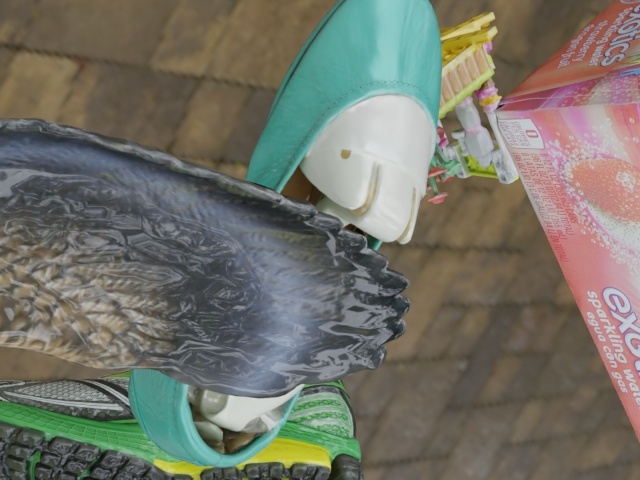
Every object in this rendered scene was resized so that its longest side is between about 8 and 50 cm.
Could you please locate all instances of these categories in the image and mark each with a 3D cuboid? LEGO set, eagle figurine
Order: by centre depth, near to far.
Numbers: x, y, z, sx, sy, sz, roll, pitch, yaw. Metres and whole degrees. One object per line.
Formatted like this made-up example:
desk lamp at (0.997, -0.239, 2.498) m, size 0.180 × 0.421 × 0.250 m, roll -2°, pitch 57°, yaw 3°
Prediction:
eagle figurine at (-0.147, 0.010, 0.628) m, size 0.298 × 0.226 × 0.225 m, roll -25°, pitch 167°, yaw -40°
LEGO set at (0.064, -0.062, 1.090) m, size 0.132 × 0.287 × 0.107 m, roll -22°, pitch 105°, yaw 3°

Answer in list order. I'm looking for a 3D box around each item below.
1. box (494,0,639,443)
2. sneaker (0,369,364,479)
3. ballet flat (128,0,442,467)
box at (0.232, 0.018, 0.916) m, size 0.154 × 0.142 × 0.300 m, roll -40°, pitch 115°, yaw -31°
sneaker at (-0.139, 0.154, 1.482) m, size 0.343 × 0.146 × 0.134 m, roll 5°, pitch 141°, yaw -11°
ballet flat at (0.000, 0.000, 0.817) m, size 0.083 × 0.087 × 0.247 m, roll 24°, pitch 100°, yaw -38°
